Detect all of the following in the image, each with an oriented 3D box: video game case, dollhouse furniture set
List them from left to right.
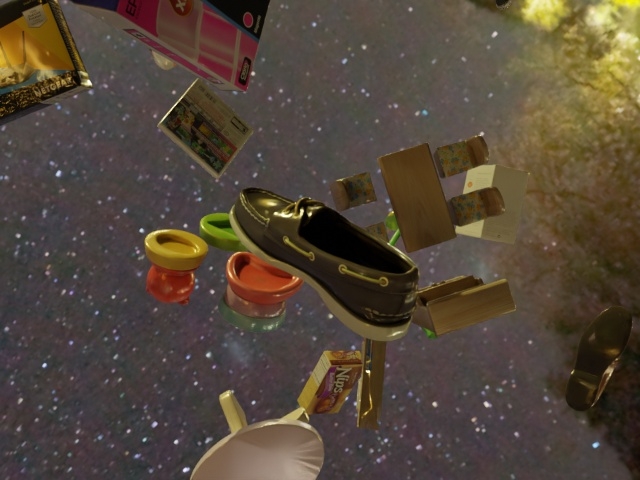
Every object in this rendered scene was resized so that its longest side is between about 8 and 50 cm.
[{"bbox_3d":[-0.293,-0.290,1.751,0.201,0.023,0.183,43,-121,-20],"label":"video game case"},{"bbox_3d":[0.152,-0.010,0.916,0.161,0.212,0.242,174,78,-84],"label":"dollhouse furniture set"}]

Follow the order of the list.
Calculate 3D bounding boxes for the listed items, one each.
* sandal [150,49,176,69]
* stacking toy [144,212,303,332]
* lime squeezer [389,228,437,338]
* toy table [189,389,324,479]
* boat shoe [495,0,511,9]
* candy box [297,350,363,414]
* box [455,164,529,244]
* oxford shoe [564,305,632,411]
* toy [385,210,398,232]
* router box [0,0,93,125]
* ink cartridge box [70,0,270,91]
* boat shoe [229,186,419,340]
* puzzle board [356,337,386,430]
[{"bbox_3d":[-0.319,-0.447,1.421,0.076,0.102,0.265,10,-137,6],"label":"sandal"},{"bbox_3d":[-0.177,0.071,1.373,0.309,0.130,0.279,22,-155,15],"label":"stacking toy"},{"bbox_3d":[0.155,0.061,1.367,0.110,0.059,0.310,-6,-134,1],"label":"lime squeezer"},{"bbox_3d":[-0.128,0.433,1.349,0.161,0.274,0.252,-123,16,-80],"label":"toy table"},{"bbox_3d":[0.468,-0.645,1.705,0.040,0.049,0.142,43,-126,-39],"label":"boat shoe"},{"bbox_3d":[0.028,0.363,1.728,0.109,0.186,0.053,6,-144,-32],"label":"candy box"},{"bbox_3d":[0.398,-0.086,1.575,0.091,0.170,0.130,11,-177,-16],"label":"box"},{"bbox_3d":[0.531,0.221,1.287,0.076,0.212,0.076,30,-167,35],"label":"oxford shoe"},{"bbox_3d":[0.233,-0.083,1.799,0.056,0.137,0.237,28,-149,13],"label":"toy"},{"bbox_3d":[-0.413,-0.234,0.898,0.046,0.179,0.133,-62,-49,-81],"label":"router box"},{"bbox_3d":[-0.217,-0.365,0.980,0.069,0.175,0.371,12,176,35],"label":"ink cartridge box"},{"bbox_3d":[0.000,0.000,0.623,0.081,0.068,0.228,-19,-137,-42],"label":"boat shoe"},{"bbox_3d":[0.068,0.190,0.915,0.096,0.011,0.128,40,-127,-63],"label":"puzzle board"}]
